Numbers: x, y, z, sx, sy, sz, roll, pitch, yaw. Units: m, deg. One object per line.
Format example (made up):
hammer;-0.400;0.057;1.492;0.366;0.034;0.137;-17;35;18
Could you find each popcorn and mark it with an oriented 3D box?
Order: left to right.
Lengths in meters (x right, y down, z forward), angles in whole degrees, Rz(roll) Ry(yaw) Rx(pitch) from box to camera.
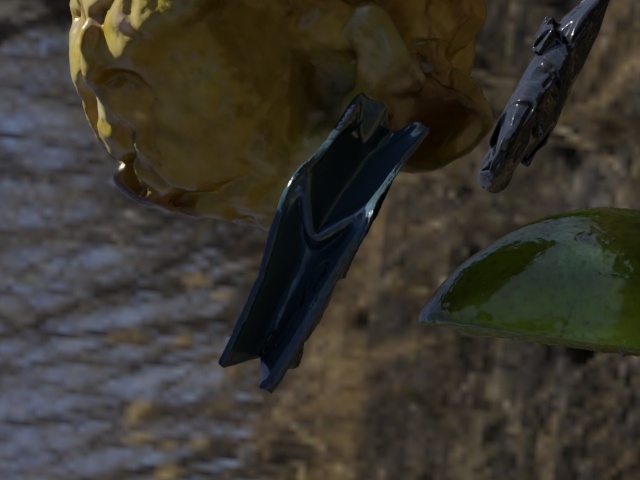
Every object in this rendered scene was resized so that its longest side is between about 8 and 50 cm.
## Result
popcorn;-0.045;-0.190;1.845;0.344;0.390;0.354;-39;23;43

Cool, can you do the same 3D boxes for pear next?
pear;0.210;0.040;1.835;0.288;0.239;0.139;131;138;-87

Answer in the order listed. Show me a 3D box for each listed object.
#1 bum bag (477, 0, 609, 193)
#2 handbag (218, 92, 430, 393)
bum bag;0.230;-0.163;2.057;0.123;0.060;0.248;105;-170;-75
handbag;0.000;0.000;1.443;0.179;0.062;0.229;-63;-3;25
